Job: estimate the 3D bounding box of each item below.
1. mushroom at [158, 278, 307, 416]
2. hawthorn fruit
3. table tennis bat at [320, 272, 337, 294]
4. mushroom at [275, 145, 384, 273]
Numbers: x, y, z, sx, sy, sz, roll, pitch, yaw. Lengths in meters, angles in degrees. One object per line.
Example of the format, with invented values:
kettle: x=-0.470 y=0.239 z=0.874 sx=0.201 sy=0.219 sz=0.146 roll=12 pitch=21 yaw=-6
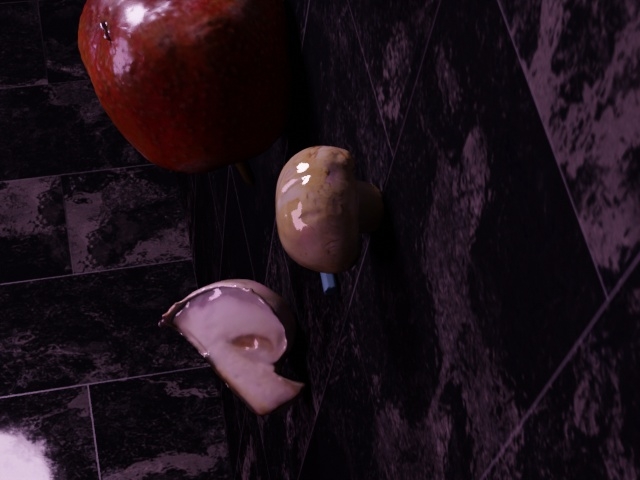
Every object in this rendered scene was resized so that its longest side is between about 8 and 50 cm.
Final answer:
mushroom: x=-0.090 y=0.136 z=1.865 sx=0.236 sy=0.173 sz=0.162 roll=44 pitch=116 yaw=7
hawthorn fruit: x=-0.159 y=-0.222 z=1.637 sx=0.369 sy=0.285 sz=0.284 roll=63 pitch=180 yaw=-32
table tennis bat: x=0.000 y=0.000 z=1.551 sx=0.100 sy=0.019 sz=0.155 roll=104 pitch=158 yaw=-59
mushroom: x=0.007 y=-0.030 z=1.264 sx=0.148 sy=0.112 sz=0.148 roll=173 pitch=90 yaw=-81
